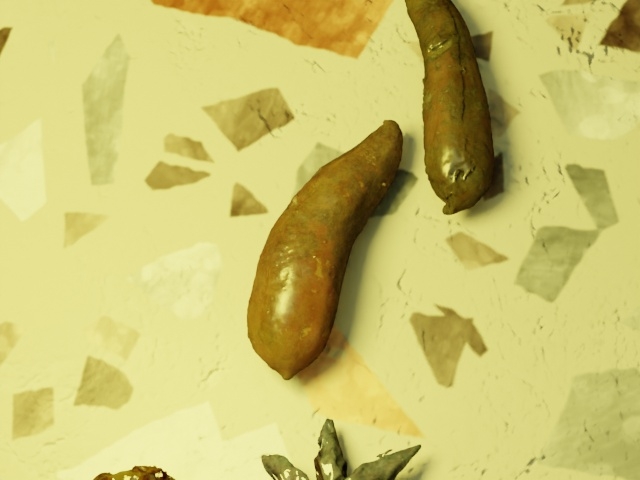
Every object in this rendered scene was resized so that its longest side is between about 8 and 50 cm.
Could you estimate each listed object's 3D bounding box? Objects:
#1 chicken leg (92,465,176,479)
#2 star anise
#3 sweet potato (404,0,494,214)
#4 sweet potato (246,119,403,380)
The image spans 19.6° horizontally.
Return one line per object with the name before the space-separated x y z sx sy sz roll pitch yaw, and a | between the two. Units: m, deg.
chicken leg | -0.137 0.320 1.778 0.107 0.087 0.251 -39 73 15
star anise | 0.014 0.256 1.777 0.205 0.061 0.180 22 75 18
sweet potato | 0.133 -0.156 1.905 0.075 0.075 0.273 -10 66 7
sweet potato | -0.001 -0.002 1.861 0.097 0.097 0.291 18 73 16
